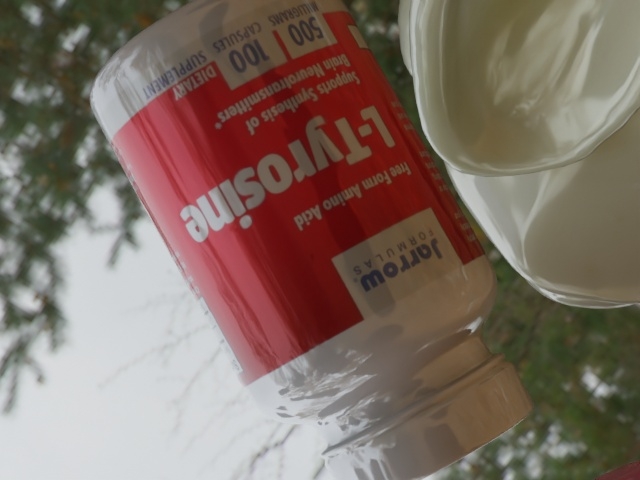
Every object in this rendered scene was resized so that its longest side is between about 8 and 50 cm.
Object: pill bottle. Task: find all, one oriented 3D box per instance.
[{"bbox_3d":[0.000,0.000,1.212,0.408,0.229,0.229,60,-161,4],"label":"pill bottle"}]

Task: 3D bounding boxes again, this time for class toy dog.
[{"bbox_3d":[0.165,-0.201,0.644,0.284,0.395,0.408,-2,-117,0],"label":"toy dog"}]

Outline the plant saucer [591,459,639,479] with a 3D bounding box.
[{"bbox_3d":[0.185,0.221,0.697,0.332,0.332,0.084,28,-160,-20],"label":"plant saucer"}]
